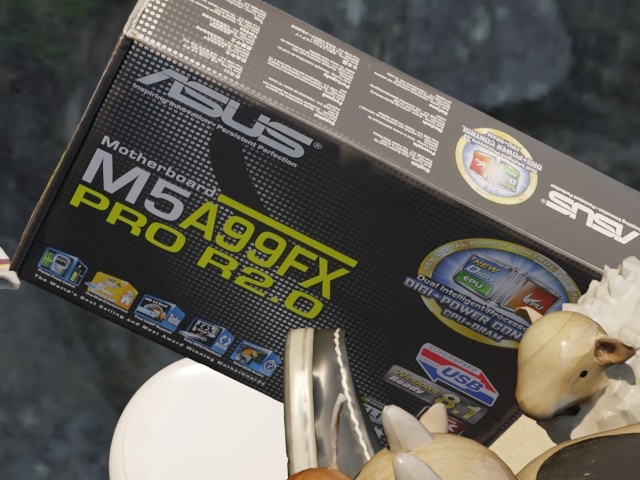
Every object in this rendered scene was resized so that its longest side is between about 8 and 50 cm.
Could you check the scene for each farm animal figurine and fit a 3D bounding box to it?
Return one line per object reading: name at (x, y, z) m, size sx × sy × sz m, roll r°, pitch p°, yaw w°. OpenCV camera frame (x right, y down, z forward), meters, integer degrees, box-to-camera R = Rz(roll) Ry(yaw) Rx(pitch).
farm animal figurine at (0.089, 0.135, 0.662) m, size 0.327 × 0.330 × 0.172 m, roll -25°, pitch 129°, yaw -13°

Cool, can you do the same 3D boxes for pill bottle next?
pill bottle at (-0.094, 0.239, 1.966) m, size 0.407 × 0.229 × 0.229 m, roll 84°, pitch 22°, yaw -77°

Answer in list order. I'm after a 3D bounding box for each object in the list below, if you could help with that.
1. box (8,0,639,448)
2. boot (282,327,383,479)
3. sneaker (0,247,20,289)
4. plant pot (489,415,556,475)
box at (0.000, 0.000, 0.954) m, size 0.216 × 0.270 × 0.060 m, roll -53°, pitch -166°, yaw 51°
boot at (0.084, 0.139, 0.860) m, size 0.085 × 0.179 × 0.236 m, roll 57°, pitch 20°, yaw -82°
sneaker at (-0.374, 0.063, 1.834) m, size 0.185 × 0.084 × 0.069 m, roll -40°, pitch 176°, yaw -25°
plant pot at (0.165, 0.223, 1.421) m, size 0.334 × 0.334 × 0.305 m, roll 46°, pitch 55°, yaw -56°
